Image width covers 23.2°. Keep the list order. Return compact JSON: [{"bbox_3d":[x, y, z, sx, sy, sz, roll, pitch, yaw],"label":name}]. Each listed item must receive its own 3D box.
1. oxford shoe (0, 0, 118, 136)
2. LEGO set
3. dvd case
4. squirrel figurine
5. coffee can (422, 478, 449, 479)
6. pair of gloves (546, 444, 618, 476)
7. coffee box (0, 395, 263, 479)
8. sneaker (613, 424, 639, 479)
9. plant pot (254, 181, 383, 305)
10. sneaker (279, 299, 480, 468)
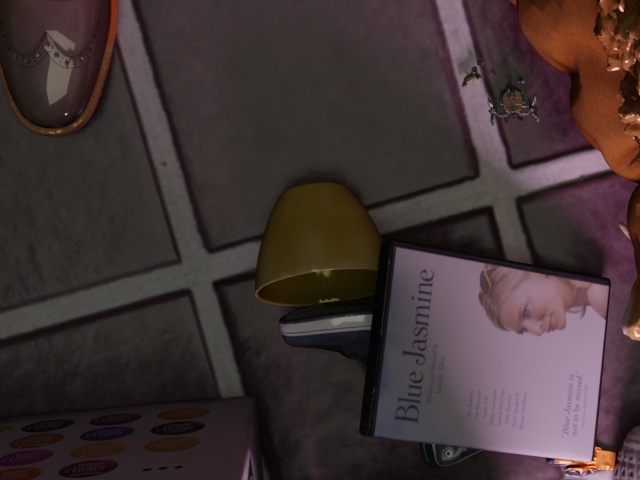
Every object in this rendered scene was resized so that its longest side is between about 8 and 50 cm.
[{"bbox_3d":[-0.261,-0.276,1.441,0.129,0.133,0.364,-1,97,1],"label":"oxford shoe"},{"bbox_3d":[0.177,-0.140,1.506,0.054,0.023,0.083,-37,81,3],"label":"LEGO set"},{"bbox_3d":[0.159,0.106,1.459,0.253,0.022,0.180,10,83,-25],"label":"dvd case"},{"bbox_3d":[0.317,-0.097,1.314,0.281,0.397,0.371,-7,91,2],"label":"squirrel figurine"},{"bbox_3d":[0.114,0.352,1.431,0.201,0.275,0.202,0,96,2],"label":"coffee can"},{"bbox_3d":[0.254,0.240,1.548,0.074,0.010,0.083,11,97,0],"label":"pair of gloves"},{"bbox_3d":[-0.214,0.352,1.409,0.337,0.334,0.338,-5,98,1],"label":"coffee box"},{"bbox_3d":[0.383,0.304,1.520,0.129,0.111,0.297,-27,99,-12],"label":"sneaker"},{"bbox_3d":[0.000,0.000,1.479,0.134,0.134,0.095,-7,74,2],"label":"plant pot"},{"bbox_3d":[0.072,0.138,1.492,0.226,0.086,0.163,0,96,-10],"label":"sneaker"}]
